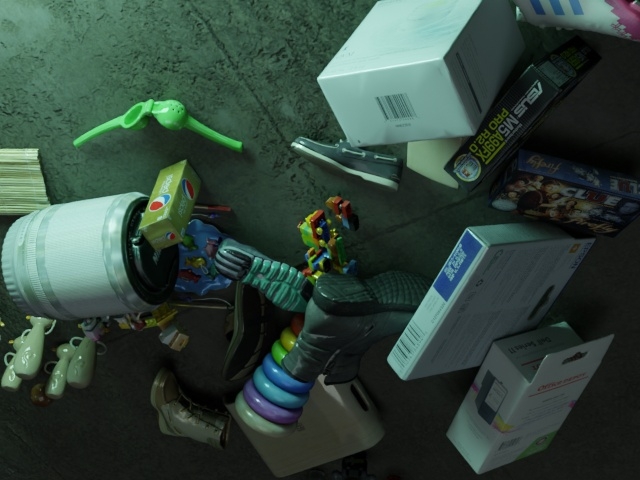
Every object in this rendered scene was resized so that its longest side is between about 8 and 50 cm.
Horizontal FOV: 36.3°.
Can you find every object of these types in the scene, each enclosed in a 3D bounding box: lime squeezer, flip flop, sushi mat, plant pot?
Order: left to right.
[{"bbox_3d":[-0.676,-0.110,1.869,0.316,0.019,0.151,1,129,6],"label":"sushi mat"},{"bbox_3d":[-0.297,-0.208,1.740,0.310,0.059,0.110,1,158,3],"label":"lime squeezer"},{"bbox_3d":[-0.152,0.163,1.982,0.112,0.080,0.277,-12,122,-35],"label":"flip flop"},{"bbox_3d":[0.203,-0.166,1.678,0.096,0.109,0.109,9,129,14],"label":"plant pot"}]

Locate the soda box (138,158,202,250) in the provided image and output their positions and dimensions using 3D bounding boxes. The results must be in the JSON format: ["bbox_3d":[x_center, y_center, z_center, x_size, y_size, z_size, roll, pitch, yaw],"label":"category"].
[{"bbox_3d":[-0.267,-0.066,1.753,0.061,0.181,0.058,-20,123,21],"label":"soda box"}]

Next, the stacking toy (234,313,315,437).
[{"bbox_3d":[-0.044,0.231,1.963,0.141,0.141,0.330,25,109,-12],"label":"stacking toy"}]

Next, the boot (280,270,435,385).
[{"bbox_3d":[0.098,0.176,1.887,0.338,0.118,0.223,7,123,-24],"label":"boot"}]

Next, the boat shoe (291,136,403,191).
[{"bbox_3d":[0.050,-0.150,1.744,0.206,0.075,0.065,21,84,-3],"label":"boat shoe"}]

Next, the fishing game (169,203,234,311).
[{"bbox_3d":[-0.252,0.039,1.923,0.189,0.041,0.264,7,127,0],"label":"fishing game"}]

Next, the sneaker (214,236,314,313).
[{"bbox_3d":[-0.098,0.056,1.866,0.223,0.098,0.083,31,110,-19],"label":"sneaker"}]

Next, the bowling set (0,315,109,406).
[{"bbox_3d":[-0.604,0.249,2.084,0.287,0.154,0.200,13,146,-6],"label":"bowling set"}]

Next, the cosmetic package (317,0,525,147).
[{"bbox_3d":[0.156,-0.269,1.481,0.224,0.225,0.138,-2,130,38],"label":"cosmetic package"}]

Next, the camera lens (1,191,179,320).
[{"bbox_3d":[-0.417,0.032,1.813,0.274,0.219,0.219,-7,127,20],"label":"camera lens"}]

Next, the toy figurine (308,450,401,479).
[{"bbox_3d":[0.073,0.611,2.261,0.213,0.148,0.209,-33,118,28],"label":"toy figurine"}]

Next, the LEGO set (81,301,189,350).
[{"bbox_3d":[-0.339,0.170,1.970,0.287,0.132,0.107,6,139,35],"label":"LEGO set"}]

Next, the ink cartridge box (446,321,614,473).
[{"bbox_3d":[0.412,0.289,1.940,0.207,0.119,0.353,-10,136,-33],"label":"ink cartridge box"}]

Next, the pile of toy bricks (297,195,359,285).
[{"bbox_3d":[0.000,0.000,1.841,0.105,0.118,0.212,26,146,31],"label":"pile of toy bricks"}]

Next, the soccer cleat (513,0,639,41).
[{"bbox_3d":[0.387,-0.373,1.501,0.331,0.116,0.143,26,138,-8],"label":"soccer cleat"}]

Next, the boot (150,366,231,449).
[{"bbox_3d":[-0.280,0.369,2.132,0.165,0.077,0.213,15,136,18],"label":"boot"}]

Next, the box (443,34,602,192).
[{"bbox_3d":[0.321,-0.203,1.531,0.060,0.270,0.216,43,123,7],"label":"box"}]

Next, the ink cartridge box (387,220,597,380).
[{"bbox_3d":[0.318,0.107,1.813,0.330,0.071,0.324,-4,132,-43],"label":"ink cartridge box"}]

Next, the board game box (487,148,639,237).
[{"bbox_3d":[0.434,-0.080,1.708,0.243,0.042,0.165,13,157,-4],"label":"board game box"}]

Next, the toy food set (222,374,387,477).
[{"bbox_3d":[-0.037,0.381,2.147,0.306,0.092,0.220,-24,110,21],"label":"toy food set"}]
